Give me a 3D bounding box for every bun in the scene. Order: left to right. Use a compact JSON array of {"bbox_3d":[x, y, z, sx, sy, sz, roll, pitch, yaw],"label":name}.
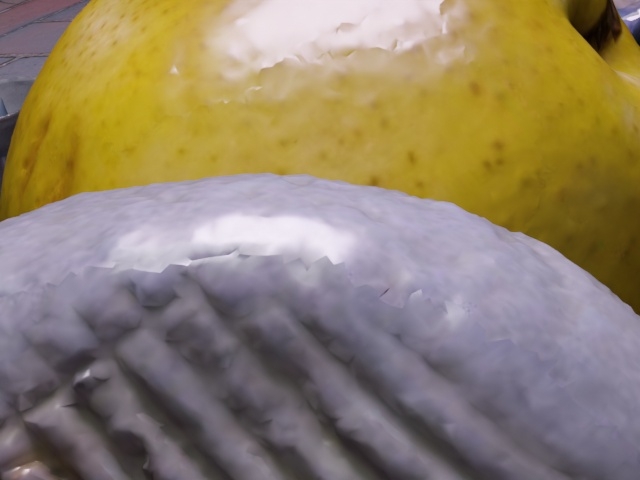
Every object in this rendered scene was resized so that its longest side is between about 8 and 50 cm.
[{"bbox_3d":[-0.021,0.143,0.464,0.362,0.362,0.211,-9,1,12],"label":"bun"}]

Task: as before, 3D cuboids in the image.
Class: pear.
[{"bbox_3d":[0.000,0.000,0.724,0.418,0.362,0.362,-41,11,26],"label":"pear"}]

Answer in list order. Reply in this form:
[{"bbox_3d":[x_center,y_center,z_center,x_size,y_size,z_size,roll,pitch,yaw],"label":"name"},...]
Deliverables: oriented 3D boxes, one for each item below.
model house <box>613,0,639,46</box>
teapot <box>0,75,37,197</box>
[{"bbox_3d":[0.322,-0.180,1.005,0.445,0.395,0.400,12,66,7],"label":"model house"},{"bbox_3d":[-0.264,-0.004,1.066,0.203,0.225,0.171,-20,22,-15],"label":"teapot"}]
